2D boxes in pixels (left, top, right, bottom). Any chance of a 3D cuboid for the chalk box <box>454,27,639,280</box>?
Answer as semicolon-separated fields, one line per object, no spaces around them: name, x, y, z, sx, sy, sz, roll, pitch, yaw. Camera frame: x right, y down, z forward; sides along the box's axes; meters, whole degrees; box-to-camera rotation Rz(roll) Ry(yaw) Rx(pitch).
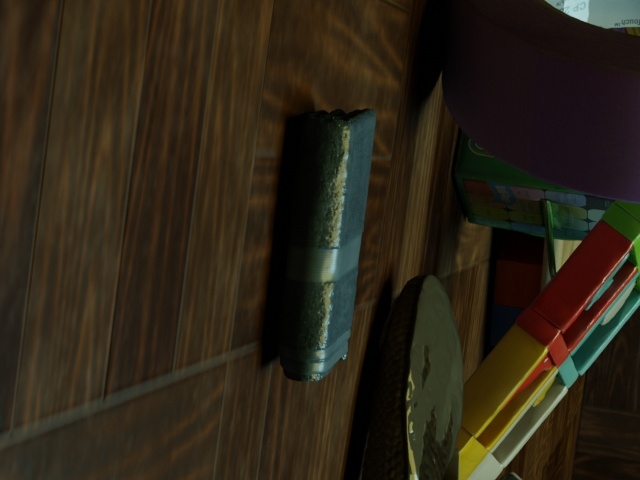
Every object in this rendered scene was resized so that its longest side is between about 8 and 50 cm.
chalk box;0.173;-0.074;1.436;0.132;0.132;0.213;65;36;-72

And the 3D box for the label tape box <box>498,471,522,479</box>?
label tape box;0.173;0.294;1.357;0.115;0.249;0.348;-48;171;5

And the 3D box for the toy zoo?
toy zoo;0.162;0.073;1.363;0.293;0.030;0.192;-50;163;-3

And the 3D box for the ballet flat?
ballet flat;0.041;0.140;1.142;0.084;0.058;0.249;32;59;-54

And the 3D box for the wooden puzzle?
wooden puzzle;0.213;-0.057;1.802;0.322;0.081;0.347;-64;163;-57

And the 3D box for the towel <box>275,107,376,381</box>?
towel;0.000;0.000;0.876;0.067;0.029;0.119;-31;129;-76

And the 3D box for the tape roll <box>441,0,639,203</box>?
tape roll;0.214;-0.130;1.222;0.275;0.275;0.090;-67;161;-53
